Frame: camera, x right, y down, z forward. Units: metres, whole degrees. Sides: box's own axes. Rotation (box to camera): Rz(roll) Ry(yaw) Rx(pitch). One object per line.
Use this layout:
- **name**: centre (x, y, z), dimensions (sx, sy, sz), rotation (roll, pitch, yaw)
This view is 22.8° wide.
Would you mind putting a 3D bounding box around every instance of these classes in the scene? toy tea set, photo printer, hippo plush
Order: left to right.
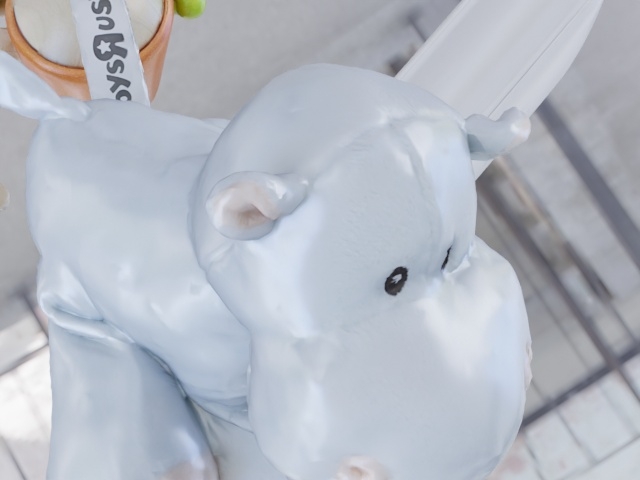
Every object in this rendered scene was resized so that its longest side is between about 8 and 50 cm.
- **toy tea set**: centre (-0.231, -0.091, 0.899), dimensions (0.336, 0.200, 0.124), rotation (-47, 166, -21)
- **hippo plush**: centre (0.000, 0.000, 0.690), dimensions (0.234, 0.294, 0.236), rotation (-19, -175, -41)
- **photo printer**: centre (0.126, -0.121, 1.492), dimensions (0.307, 0.107, 0.256), rotation (-49, 172, -12)
